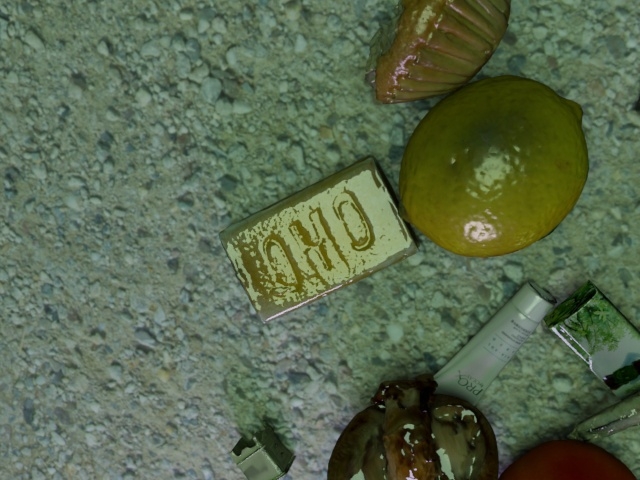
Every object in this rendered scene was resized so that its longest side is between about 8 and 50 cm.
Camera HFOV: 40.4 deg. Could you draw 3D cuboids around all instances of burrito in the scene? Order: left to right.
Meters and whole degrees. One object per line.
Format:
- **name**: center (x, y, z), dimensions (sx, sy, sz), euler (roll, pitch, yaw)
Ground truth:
- **burrito**: center (0.452, 0.256, 1.287), dimensions (0.188, 0.045, 0.058), euler (-32, 131, 23)

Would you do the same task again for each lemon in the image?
- **lemon**: center (0.243, -0.102, 1.228), dimensions (0.268, 0.267, 0.267), euler (1, 100, 9)

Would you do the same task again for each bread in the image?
- **bread**: center (0.164, -0.299, 1.203), dimensions (0.149, 0.274, 0.274), euler (27, 102, -5)

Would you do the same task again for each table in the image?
- **table**: center (-0.095, 0.357, 1.443), dimensions (0.062, 0.079, 0.083), euler (-38, 90, 14)

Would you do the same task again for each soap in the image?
- **soap**: center (0.000, 0.000, 1.365), dimensions (0.274, 0.089, 0.173), euler (-27, 94, 11)

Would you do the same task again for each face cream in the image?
- **face cream**: center (0.270, 0.167, 1.368), dimensions (0.092, 0.058, 0.243), euler (34, 107, -11)

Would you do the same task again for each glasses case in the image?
- **glasses case**: center (0.464, 0.187, 1.311), dimensions (0.272, 0.062, 0.095), euler (43, 103, -11)

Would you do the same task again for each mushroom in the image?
- **mushroom**: center (0.143, 0.343, 1.343), dimensions (0.264, 0.195, 0.282), euler (3, 104, 2)

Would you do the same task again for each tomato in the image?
- **tomato**: center (0.386, 0.438, 1.332), dimensions (0.260, 0.180, 0.259), euler (2, 102, 9)

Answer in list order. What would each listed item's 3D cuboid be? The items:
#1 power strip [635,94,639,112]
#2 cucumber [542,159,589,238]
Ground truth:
- **power strip**: center (0.529, -0.296, 1.238), dimensions (0.092, 0.034, 0.267), euler (26, 107, 47)
- **cucumber**: center (0.363, -0.055, 1.325), dimensions (0.039, 0.039, 0.167), euler (34, 101, 2)
